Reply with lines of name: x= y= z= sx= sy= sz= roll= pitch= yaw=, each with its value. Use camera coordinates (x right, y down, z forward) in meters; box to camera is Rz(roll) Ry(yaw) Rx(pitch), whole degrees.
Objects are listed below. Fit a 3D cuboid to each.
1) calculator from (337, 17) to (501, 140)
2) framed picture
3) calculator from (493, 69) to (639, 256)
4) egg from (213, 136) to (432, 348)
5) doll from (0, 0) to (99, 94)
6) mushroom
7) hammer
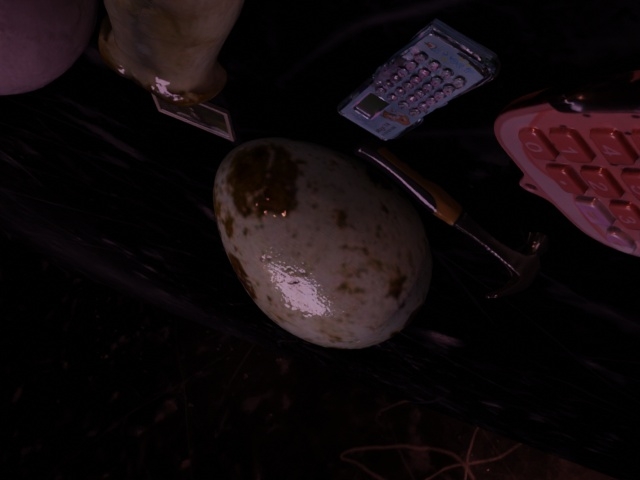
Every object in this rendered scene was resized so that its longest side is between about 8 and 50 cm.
calculator: x=0.063 y=-0.105 z=0.526 sx=0.057 sy=0.018 sz=0.172 roll=31 pitch=165 yaw=-13
framed picture: x=-0.129 y=-0.130 z=0.752 sx=0.089 sy=0.006 sz=0.066 roll=23 pitch=164 yaw=6
calculator: x=0.252 y=-0.031 z=0.428 sx=0.220 sy=0.048 sz=0.330 roll=35 pitch=164 yaw=-36
egg: x=0.000 y=0.000 z=0.684 sx=0.231 sy=0.169 sz=0.169 roll=41 pitch=160 yaw=-21
doll: x=-0.216 y=-0.202 z=0.432 sx=0.151 sy=0.150 sz=0.287 roll=24 pitch=158 yaw=3
mushroom: x=-0.079 y=-0.171 z=0.422 sx=0.100 sy=0.081 sz=0.312 roll=24 pitch=161 yaw=-8
hammer: x=0.109 y=-0.022 z=0.638 sx=0.201 sy=0.078 sz=0.021 roll=36 pitch=160 yaw=-14
